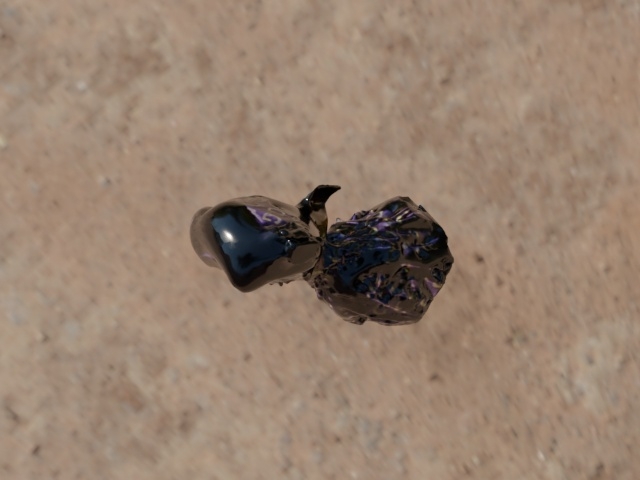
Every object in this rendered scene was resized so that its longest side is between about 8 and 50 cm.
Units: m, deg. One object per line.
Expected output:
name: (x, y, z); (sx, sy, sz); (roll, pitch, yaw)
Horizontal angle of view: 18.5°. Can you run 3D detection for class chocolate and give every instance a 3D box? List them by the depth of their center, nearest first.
chocolate: (-0.003, 0.001, 0.854); (0.072, 0.147, 0.070); (-7, 74, 30)
